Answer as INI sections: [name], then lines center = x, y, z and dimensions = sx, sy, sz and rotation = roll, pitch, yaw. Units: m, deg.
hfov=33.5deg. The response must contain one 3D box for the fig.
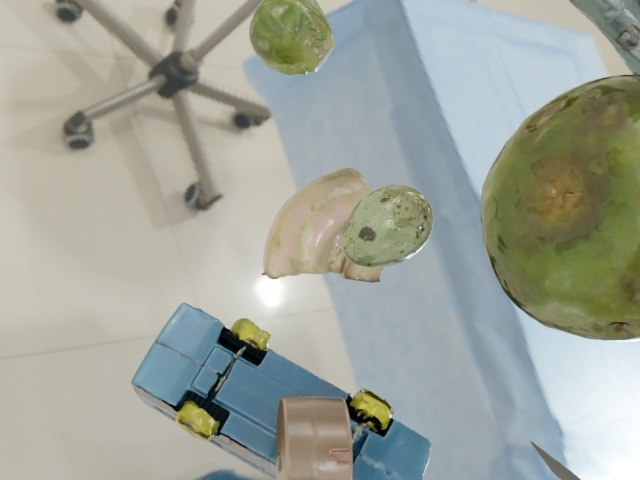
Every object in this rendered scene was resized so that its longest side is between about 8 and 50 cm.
[fig]
center = 0.264, -0.008, 0.835
dimensions = 0.275, 0.206, 0.206
rotation = 17, 54, -44

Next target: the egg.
[egg]
center = 0.072, -0.014, 1.177
dimensions = 0.085, 0.110, 0.085
rotation = 58, 8, -13

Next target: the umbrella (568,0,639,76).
[umbrella]
center = 0.288, -0.240, 1.078
dimensions = 0.053, 0.052, 0.250
rotation = -41, 92, -8

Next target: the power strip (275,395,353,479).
[power strip]
center = -0.011, 0.254, 1.216
dimensions = 0.078, 0.154, 0.154
rotation = 0, 60, -8

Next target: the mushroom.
[mushroom]
center = -0.010, -0.025, 1.723
dimensions = 0.162, 0.236, 0.173
rotation = -7, 102, -28

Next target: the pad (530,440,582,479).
[pad]
center = 0.379, 0.360, 1.568
dimensions = 0.003, 0.157, 0.112
rotation = -45, 130, -8

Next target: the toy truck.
[toy truck]
center = -0.050, 0.234, 1.390
dimensions = 0.385, 0.162, 0.161
rotation = 28, 71, 6

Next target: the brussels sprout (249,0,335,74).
[brussels sprout]
center = -0.049, -0.359, 1.849
dimensions = 0.155, 0.117, 0.155
rotation = 5, 69, -14
